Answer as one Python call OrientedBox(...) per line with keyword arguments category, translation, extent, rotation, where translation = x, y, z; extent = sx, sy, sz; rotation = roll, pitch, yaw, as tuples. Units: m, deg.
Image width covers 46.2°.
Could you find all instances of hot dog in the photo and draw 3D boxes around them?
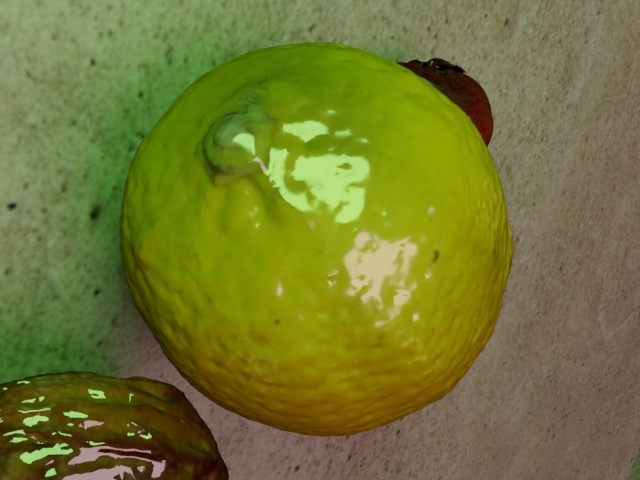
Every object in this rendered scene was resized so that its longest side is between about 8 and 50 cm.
OrientedBox(category="hot dog", translation=(-0.247, 0.242, 0.527), extent=(0.387, 0.174, 0.267), rotation=(-43, 159, -21))

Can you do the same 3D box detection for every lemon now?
OrientedBox(category="lemon", translation=(0.001, 0.001, 0.621), extent=(0.336, 0.336, 0.336), rotation=(-20, 121, -38))

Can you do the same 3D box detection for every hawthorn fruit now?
OrientedBox(category="hawthorn fruit", translation=(0.102, -0.105, 0.789), extent=(0.148, 0.148, 0.172), rotation=(-5, 120, -43))
